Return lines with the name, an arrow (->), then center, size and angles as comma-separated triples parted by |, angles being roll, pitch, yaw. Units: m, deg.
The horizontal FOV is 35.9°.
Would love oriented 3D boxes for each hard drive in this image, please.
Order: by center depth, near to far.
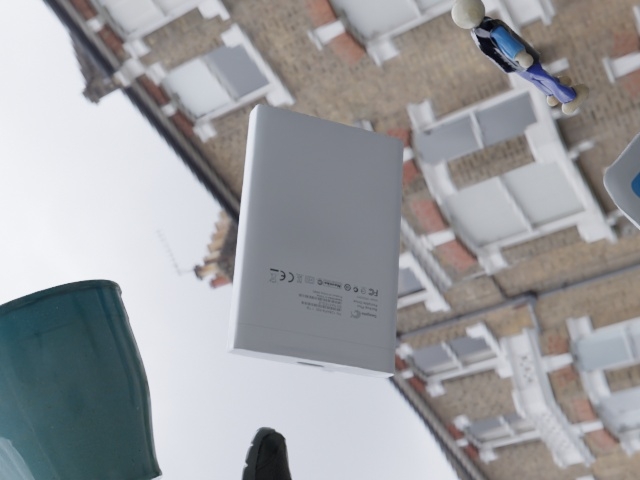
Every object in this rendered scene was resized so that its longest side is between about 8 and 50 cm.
hard drive -> 0.000, 0.000, 1.374 | 0.233, 0.047, 0.353 | 12, -111, -21

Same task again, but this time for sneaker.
sneaker -> -0.036, 0.424, 1.359 | 0.125, 0.140, 0.340 | 81, -178, -68

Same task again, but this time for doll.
doll -> 0.218, -0.215, 1.131 | 0.189, 0.046, 0.129 | 31, -170, -28

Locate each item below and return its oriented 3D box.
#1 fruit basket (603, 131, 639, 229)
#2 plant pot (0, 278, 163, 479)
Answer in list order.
fruit basket -> 0.312, 0.001, 0.442 | 0.353, 0.165, 0.327 | -42, -85, -30
plant pot -> -0.330, 0.223, 1.238 | 0.272, 0.272, 0.255 | -5, -114, -60
